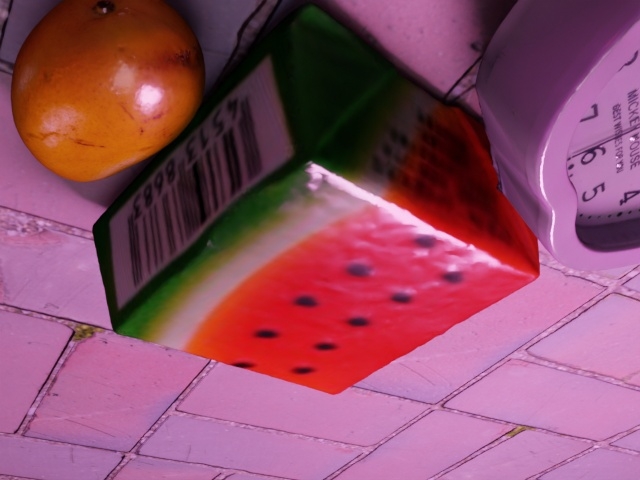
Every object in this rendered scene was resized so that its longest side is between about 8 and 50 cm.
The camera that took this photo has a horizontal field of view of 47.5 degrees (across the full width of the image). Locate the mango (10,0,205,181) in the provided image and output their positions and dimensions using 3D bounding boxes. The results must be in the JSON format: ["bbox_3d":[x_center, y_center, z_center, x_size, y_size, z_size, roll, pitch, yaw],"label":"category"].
[{"bbox_3d":[-0.185,-0.119,0.615,0.145,0.112,0.219,19,141,-29],"label":"mango"}]

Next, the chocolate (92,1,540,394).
[{"bbox_3d":[0.000,0.000,0.737,0.341,0.161,0.360,24,134,-34],"label":"chocolate"}]

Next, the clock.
[{"bbox_3d":[0.294,-0.129,0.589,0.339,0.102,0.338,-15,137,-14],"label":"clock"}]
